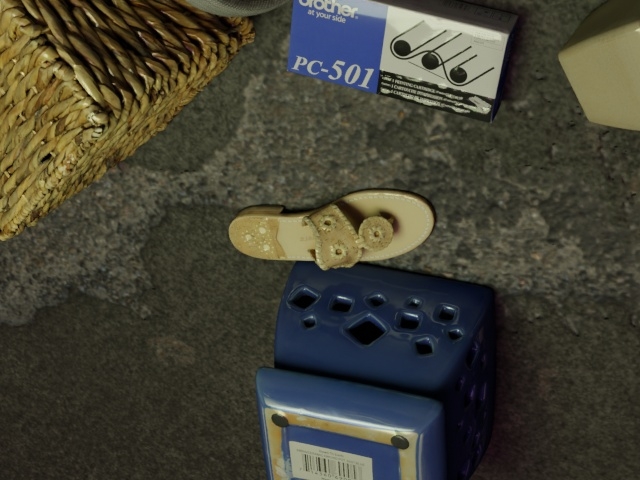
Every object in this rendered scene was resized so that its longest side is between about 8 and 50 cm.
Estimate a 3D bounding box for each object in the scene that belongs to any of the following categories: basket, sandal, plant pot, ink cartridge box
[{"bbox_3d":[-0.254,-0.176,1.206,0.213,0.223,0.299,51,142,-3],"label":"basket"},{"bbox_3d":[0.002,0.005,1.322,0.240,0.079,0.088,-3,124,26],"label":"sandal"},{"bbox_3d":[0.272,-0.157,1.066,0.096,0.109,0.109,-9,122,43],"label":"plant pot"},{"bbox_3d":[0.075,-0.185,1.166,0.207,0.046,0.097,17,129,12],"label":"ink cartridge box"},{"bbox_3d":[0.055,0.183,1.347,0.236,0.212,0.236,9,129,17],"label":"plant pot"}]

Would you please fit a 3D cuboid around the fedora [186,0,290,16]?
[{"bbox_3d":[-0.073,-0.331,1.038,0.124,0.244,0.275,37,148,34],"label":"fedora"}]
